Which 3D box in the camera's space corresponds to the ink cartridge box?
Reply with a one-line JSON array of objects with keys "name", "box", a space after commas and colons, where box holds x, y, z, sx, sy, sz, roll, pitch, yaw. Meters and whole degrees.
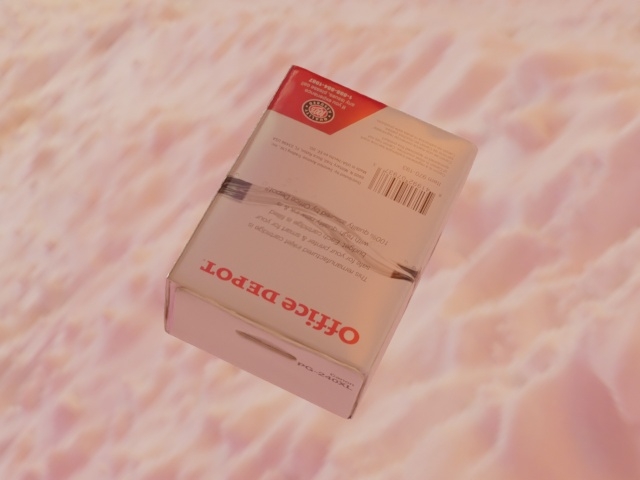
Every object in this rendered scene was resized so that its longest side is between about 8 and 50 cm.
[{"name": "ink cartridge box", "box": [0.000, 0.000, 0.829, 0.063, 0.109, 0.150, 106, -170, -60]}]
